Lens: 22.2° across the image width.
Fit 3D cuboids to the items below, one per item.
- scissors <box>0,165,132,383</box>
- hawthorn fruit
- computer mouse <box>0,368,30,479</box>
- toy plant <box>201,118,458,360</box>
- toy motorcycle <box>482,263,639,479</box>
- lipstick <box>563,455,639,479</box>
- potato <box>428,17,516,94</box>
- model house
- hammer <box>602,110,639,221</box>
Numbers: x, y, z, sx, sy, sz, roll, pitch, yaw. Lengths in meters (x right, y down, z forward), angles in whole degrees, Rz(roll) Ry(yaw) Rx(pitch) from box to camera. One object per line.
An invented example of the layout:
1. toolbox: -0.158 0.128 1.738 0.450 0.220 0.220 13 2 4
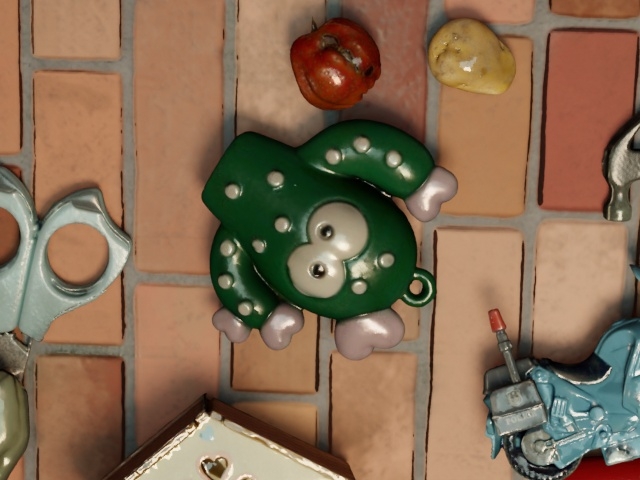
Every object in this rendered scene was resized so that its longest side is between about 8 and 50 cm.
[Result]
1. scissors: -0.310 0.108 1.639 0.191 0.029 0.360 14 101 -1
2. hawthorn fruit: 0.012 -0.170 1.543 0.093 0.093 0.093 1 101 3
3. computer mouse: -0.485 0.239 1.619 0.429 0.145 0.228 -36 84 0
4. toy plant: 0.004 -0.003 1.561 0.243 0.112 0.233 7 100 7
5. toy motorcycle: 0.279 0.124 1.564 0.272 0.123 0.182 -18 84 12
6. lipstick: 0.365 0.239 1.612 0.279 0.073 0.073 -6 101 5
7. potato: 0.145 -0.172 1.551 0.083 0.062 0.068 23 118 -23
8. model house: -0.114 0.278 1.606 0.326 0.169 0.244 -6 93 -1
9. hammer: 0.416 -0.076 1.566 0.287 0.033 0.111 -1 102 3
